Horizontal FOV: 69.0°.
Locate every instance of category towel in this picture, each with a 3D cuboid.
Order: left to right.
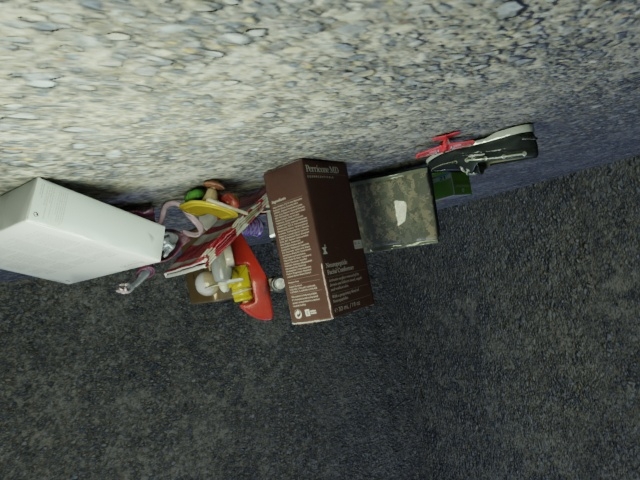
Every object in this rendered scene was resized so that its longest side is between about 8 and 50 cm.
[{"bbox_3d":[-0.270,-0.031,1.271,0.237,0.037,0.329,-16,-151,47],"label":"towel"}]

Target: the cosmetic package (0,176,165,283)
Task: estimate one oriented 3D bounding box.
[{"bbox_3d":[-0.581,0.001,1.023,0.377,0.097,0.284,-12,154,32],"label":"cosmetic package"}]

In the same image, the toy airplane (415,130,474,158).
[{"bbox_3d":[0.306,-0.238,1.152,0.151,0.028,0.151,-12,176,-1],"label":"toy airplane"}]

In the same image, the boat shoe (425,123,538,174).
[{"bbox_3d":[0.425,-0.223,1.254,0.114,0.091,0.302,-8,176,-43],"label":"boat shoe"}]

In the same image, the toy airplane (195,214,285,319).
[{"bbox_3d":[-0.316,0.075,1.590,0.272,0.384,0.386,-32,137,-10],"label":"toy airplane"}]

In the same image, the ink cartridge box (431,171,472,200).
[{"bbox_3d":[0.421,-0.192,1.771,0.255,0.097,0.189,-9,177,-41],"label":"ink cartridge box"}]

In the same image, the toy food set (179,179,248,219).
[{"bbox_3d":[-0.263,-0.103,1.153,0.128,0.071,0.218,18,167,-36],"label":"toy food set"}]

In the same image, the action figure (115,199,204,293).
[{"bbox_3d":[-0.540,-0.015,1.353,0.276,0.248,0.370,-41,-169,-23],"label":"action figure"}]

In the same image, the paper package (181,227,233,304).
[{"bbox_3d":[-0.467,0.107,2.032,0.168,0.325,0.309,-8,177,-36],"label":"paper package"}]

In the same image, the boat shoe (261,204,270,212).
[{"bbox_3d":[-0.148,-0.125,1.507,0.137,0.049,0.043,-11,137,20],"label":"boat shoe"}]

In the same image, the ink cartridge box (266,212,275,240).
[{"bbox_3d":[-0.133,-0.071,1.760,0.272,0.130,0.309,-9,177,-5],"label":"ink cartridge box"}]

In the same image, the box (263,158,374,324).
[{"bbox_3d":[0.000,0.000,1.165,0.143,0.381,0.191,-16,175,38],"label":"box"}]

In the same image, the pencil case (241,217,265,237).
[{"bbox_3d":[-0.324,-0.048,1.900,0.086,0.088,0.206,-16,174,37],"label":"pencil case"}]

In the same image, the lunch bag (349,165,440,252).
[{"bbox_3d":[0.215,-0.092,1.457,0.287,0.235,0.169,-9,-171,17],"label":"lunch bag"}]
